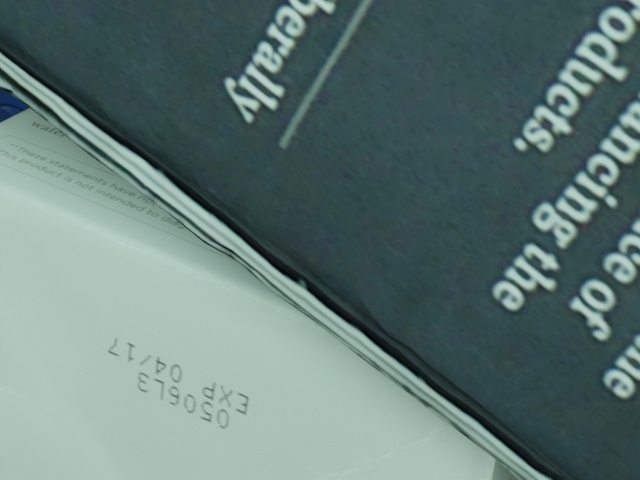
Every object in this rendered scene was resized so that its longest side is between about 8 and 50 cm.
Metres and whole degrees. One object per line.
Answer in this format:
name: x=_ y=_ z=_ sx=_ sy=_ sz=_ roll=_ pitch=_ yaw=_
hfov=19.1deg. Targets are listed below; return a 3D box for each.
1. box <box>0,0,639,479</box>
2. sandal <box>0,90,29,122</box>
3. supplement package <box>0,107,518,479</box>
box: x=0.211 y=-0.130 z=0.493 sx=0.472 sy=0.297 sz=0.480 roll=39 pitch=37 yaw=5
sandal: x=-0.167 y=-0.060 z=0.652 sx=0.317 sy=0.138 sz=0.126 roll=32 pitch=36 yaw=-7
supplement package: x=0.033 y=0.028 z=0.609 sx=0.177 sy=0.175 sz=0.293 roll=22 pitch=32 yaw=24
